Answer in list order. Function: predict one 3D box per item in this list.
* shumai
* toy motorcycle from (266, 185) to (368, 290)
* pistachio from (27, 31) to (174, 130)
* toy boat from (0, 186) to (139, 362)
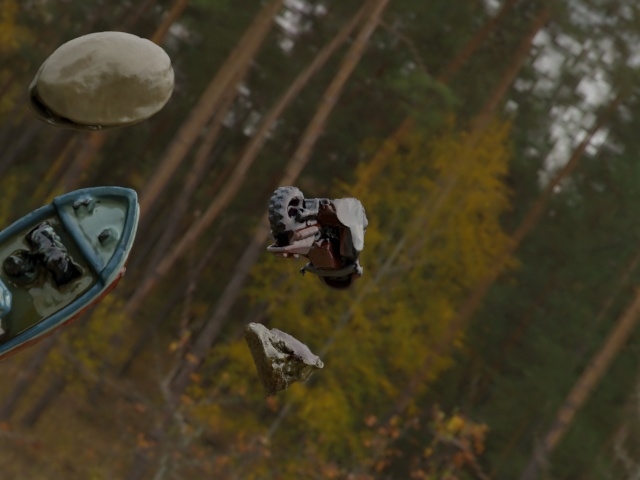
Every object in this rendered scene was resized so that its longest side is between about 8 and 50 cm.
[{"bbox_3d":[-0.068,0.178,2.312,0.123,0.105,0.139,68,-28,13],"label":"shumai"},{"bbox_3d":[0.000,0.000,1.800,0.084,0.118,0.212,2,-3,31],"label":"toy motorcycle"},{"bbox_3d":[-0.302,-0.220,2.052,0.226,0.136,0.136,-18,34,-37],"label":"pistachio"},{"bbox_3d":[-0.364,0.041,1.852,0.145,0.332,0.133,54,-7,16],"label":"toy boat"}]
